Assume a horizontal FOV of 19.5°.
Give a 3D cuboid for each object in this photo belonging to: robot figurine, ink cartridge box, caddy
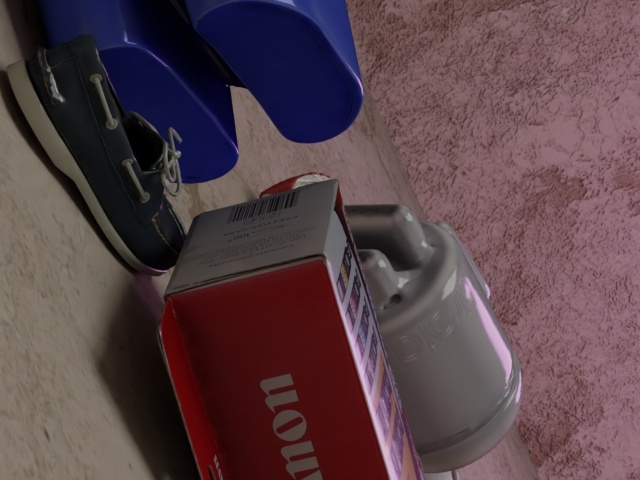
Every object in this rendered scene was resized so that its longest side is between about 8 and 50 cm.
[{"bbox_3d":[0.101,0.119,2.065,0.300,0.200,0.353,-56,132,-33],"label":"robot figurine"},{"bbox_3d":[-0.010,0.145,1.429,0.272,0.130,0.309,-80,154,-72],"label":"ink cartridge box"},{"bbox_3d":[-0.103,-0.193,1.561,0.341,0.241,0.179,49,25,-63],"label":"caddy"}]

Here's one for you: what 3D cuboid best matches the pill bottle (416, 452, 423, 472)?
[{"bbox_3d":[0.041,0.228,1.770,0.169,0.094,0.094,22,45,-78],"label":"pill bottle"}]

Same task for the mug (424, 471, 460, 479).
[{"bbox_3d":[0.142,0.316,2.258,0.078,0.062,0.064,55,21,-24],"label":"mug"}]

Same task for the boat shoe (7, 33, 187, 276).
[{"bbox_3d":[-0.152,-0.065,1.441,0.254,0.079,0.095,59,8,-44],"label":"boat shoe"}]

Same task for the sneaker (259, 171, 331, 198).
[{"bbox_3d":[0.000,0.000,2.146,0.225,0.088,0.092,54,16,-52],"label":"sneaker"}]
